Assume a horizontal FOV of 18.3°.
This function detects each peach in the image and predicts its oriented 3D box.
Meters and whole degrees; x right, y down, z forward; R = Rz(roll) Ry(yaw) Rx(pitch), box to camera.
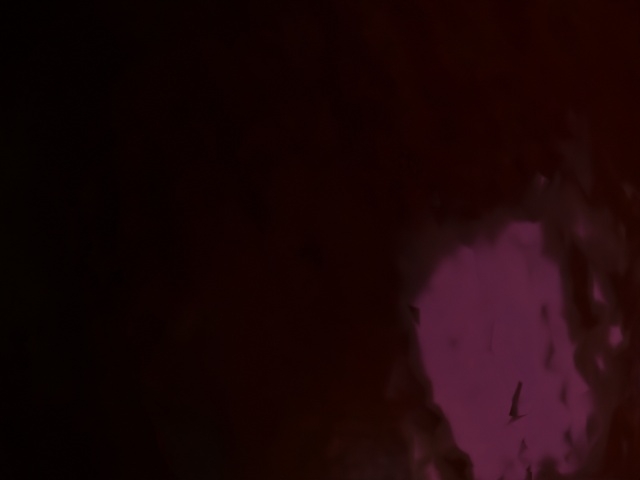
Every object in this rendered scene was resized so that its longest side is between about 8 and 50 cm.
[{"bbox_3d":[0.000,0.000,0.558,0.281,0.238,0.281,63,7,-13],"label":"peach"}]
